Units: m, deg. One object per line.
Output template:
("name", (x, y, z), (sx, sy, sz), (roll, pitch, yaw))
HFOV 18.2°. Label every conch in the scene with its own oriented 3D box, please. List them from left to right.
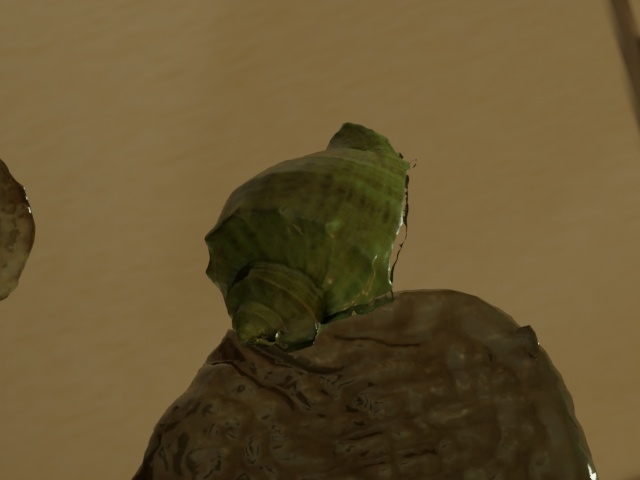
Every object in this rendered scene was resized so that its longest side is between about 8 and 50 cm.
("conch", (0.000, 0.000, 0.858), (0.121, 0.089, 0.074), (-56, 148, -28))

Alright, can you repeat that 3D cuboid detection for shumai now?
("shumai", (-0.005, 0.191, 1.252), (0.267, 0.314, 0.262), (55, -22, 7))

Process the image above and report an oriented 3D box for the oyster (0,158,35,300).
("oyster", (-0.364, -0.015, 1.134), (0.111, 0.396, 0.204), (-73, 147, -68))
